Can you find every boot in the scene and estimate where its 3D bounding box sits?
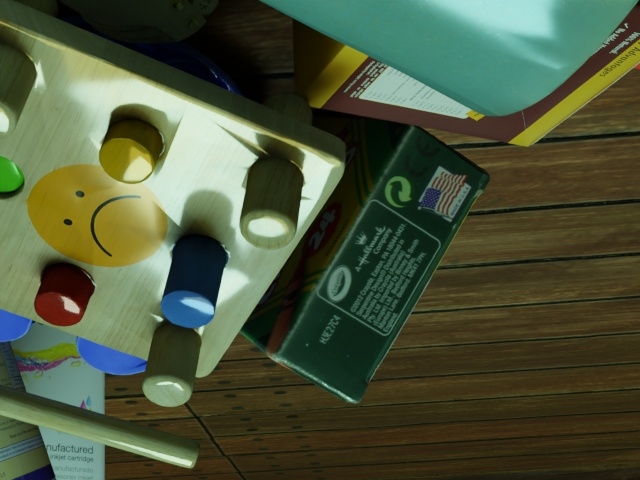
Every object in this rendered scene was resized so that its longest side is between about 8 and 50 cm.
[{"bbox_3d":[-0.113,-0.199,0.812,0.213,0.077,0.165,-10,157,31],"label":"boot"}]

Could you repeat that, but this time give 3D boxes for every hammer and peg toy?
[{"bbox_3d":[-0.163,0.012,0.873,0.266,0.127,0.361,21,132,-14],"label":"hammer and peg toy"}]

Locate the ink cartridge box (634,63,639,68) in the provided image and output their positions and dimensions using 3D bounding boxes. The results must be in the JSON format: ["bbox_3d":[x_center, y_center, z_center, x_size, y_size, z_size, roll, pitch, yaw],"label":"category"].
[{"bbox_3d":[0.443,-0.151,0.978,0.385,0.091,0.308,7,156,-25],"label":"ink cartridge box"}]

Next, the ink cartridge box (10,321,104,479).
[{"bbox_3d":[-0.356,0.156,1.398,0.201,0.278,0.117,9,153,-28],"label":"ink cartridge box"}]

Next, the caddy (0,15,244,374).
[{"bbox_3d":[-0.191,-0.039,1.059,0.241,0.179,0.341,17,140,-11],"label":"caddy"}]

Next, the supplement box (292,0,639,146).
[{"bbox_3d":[0.106,-0.173,0.828,0.194,0.129,0.191,8,156,-23],"label":"supplement box"}]

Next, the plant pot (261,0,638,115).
[{"bbox_3d":[0.017,-0.227,0.501,0.235,0.293,0.293,19,153,-14],"label":"plant pot"}]

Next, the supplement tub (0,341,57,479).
[{"bbox_3d":[-0.402,0.140,1.147,0.241,0.331,0.241,-20,175,-2],"label":"supplement tub"}]

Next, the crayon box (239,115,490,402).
[{"bbox_3d":[0.000,0.000,1.040,0.081,0.202,0.318,31,176,-17],"label":"crayon box"}]
